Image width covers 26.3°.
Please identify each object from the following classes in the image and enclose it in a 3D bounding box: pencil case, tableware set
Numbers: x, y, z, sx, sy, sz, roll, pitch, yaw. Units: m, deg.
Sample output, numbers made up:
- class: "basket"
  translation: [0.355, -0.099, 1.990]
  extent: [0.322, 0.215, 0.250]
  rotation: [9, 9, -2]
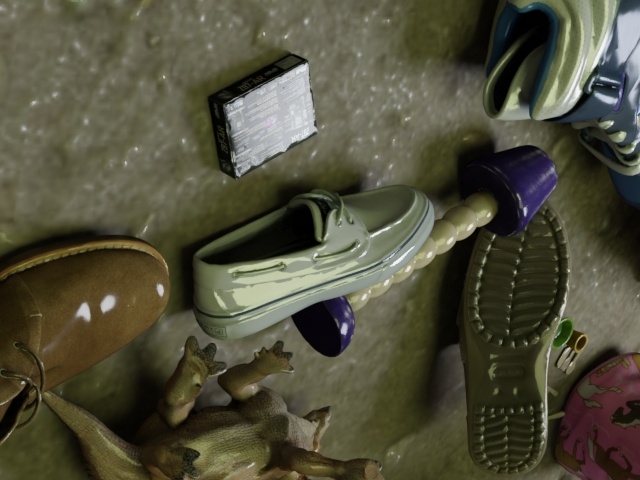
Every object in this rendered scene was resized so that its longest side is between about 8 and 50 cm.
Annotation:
- class: "pencil case"
  translation: [0.418, 0.262, 1.441]
  extent: [0.167, 0.386, 0.160]
  rotation: [1, 112, -35]
- class: "tableware set"
  translation: [0.238, 0.157, 1.464]
  extent: [0.104, 0.024, 0.154]
  rotation: [33, 88, -50]

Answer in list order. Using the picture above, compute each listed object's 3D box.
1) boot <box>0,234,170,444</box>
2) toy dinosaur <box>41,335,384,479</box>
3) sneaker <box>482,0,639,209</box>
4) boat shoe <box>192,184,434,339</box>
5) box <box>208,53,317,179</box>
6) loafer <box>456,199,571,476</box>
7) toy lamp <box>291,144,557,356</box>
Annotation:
- class: "boot"
  translation: [-0.207, 0.090, 0.893]
  extent: [0.305, 0.115, 0.112]
  rotation: [-25, 128, -35]
- class: "toy dinosaur"
  translation: [-0.089, 0.176, 1.076]
  extent: [0.296, 0.127, 0.200]
  rotation: [3, 148, -30]
- class: "sneaker"
  translation: [0.230, -0.128, 1.215]
  extent: [0.236, 0.130, 0.322]
  rotation: [-26, 133, -24]
- class: "boat shoe"
  translation: [0.000, 0.000, 1.074]
  extent: [0.226, 0.083, 0.075]
  rotation: [-31, 133, -29]
- class: "box"
  translation: [-0.041, -0.093, 1.025]
  extent: [0.083, 0.018, 0.067]
  rotation: [-32, 133, -29]
- class: "loafer"
  translation: [0.174, 0.086, 1.305]
  extent: [0.102, 0.092, 0.268]
  rotation: [5, 99, -5]
- class: "toy lamp"
  translation: [0.096, -0.001, 1.179]
  extent: [0.275, 0.080, 0.080]
  rotation: [-33, 133, -29]
